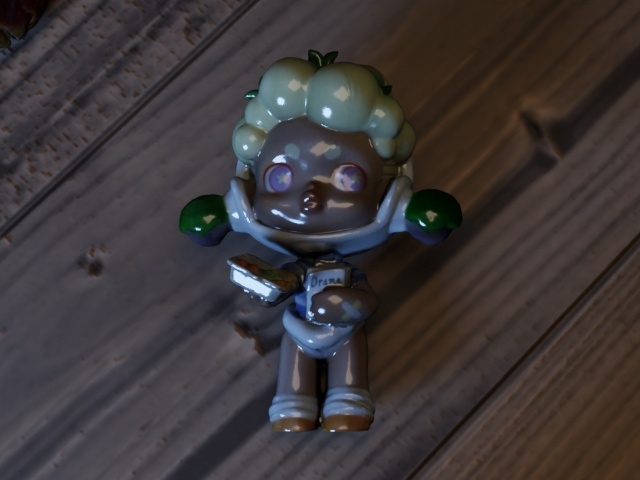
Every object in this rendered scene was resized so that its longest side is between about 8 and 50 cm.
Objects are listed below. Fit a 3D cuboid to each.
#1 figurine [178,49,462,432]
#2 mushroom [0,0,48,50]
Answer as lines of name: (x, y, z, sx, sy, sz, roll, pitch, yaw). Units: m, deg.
figurine: (0.000, -0.001, 0.859, 0.147, 0.093, 0.197, -1, 75, 8)
mushroom: (-0.202, -0.158, 0.914, 0.123, 0.052, 0.123, 0, 73, 0)
